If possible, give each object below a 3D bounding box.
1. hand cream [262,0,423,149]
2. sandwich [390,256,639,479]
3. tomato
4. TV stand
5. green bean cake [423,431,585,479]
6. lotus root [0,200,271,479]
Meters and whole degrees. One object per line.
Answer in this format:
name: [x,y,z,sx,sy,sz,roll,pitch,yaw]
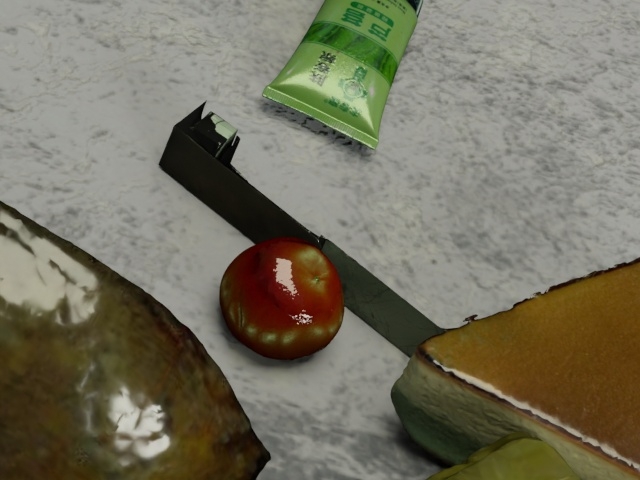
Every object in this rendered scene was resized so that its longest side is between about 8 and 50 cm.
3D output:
hand cream: [0.028,-0.153,1.454,0.095,0.046,0.175,27,52,-3]
sandwich: [0.179,0.129,1.255,0.220,0.108,0.186,-17,61,-32]
tomato: [-0.024,0.037,1.274,0.087,0.075,0.087,11,53,-16]
TV stand: [0.000,0.000,1.327,0.256,0.049,0.040,38,50,10]
green bean cake: [0.101,0.249,1.127,0.236,0.124,0.233,-23,65,-33]
lotus root: [-0.192,0.097,1.051,0.314,0.210,0.142,34,49,-8]
